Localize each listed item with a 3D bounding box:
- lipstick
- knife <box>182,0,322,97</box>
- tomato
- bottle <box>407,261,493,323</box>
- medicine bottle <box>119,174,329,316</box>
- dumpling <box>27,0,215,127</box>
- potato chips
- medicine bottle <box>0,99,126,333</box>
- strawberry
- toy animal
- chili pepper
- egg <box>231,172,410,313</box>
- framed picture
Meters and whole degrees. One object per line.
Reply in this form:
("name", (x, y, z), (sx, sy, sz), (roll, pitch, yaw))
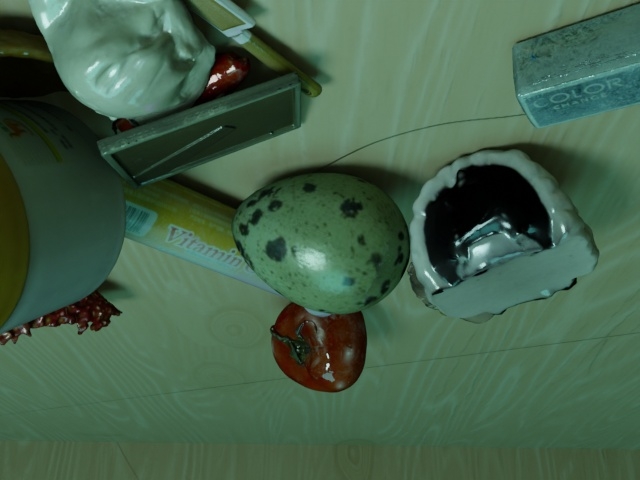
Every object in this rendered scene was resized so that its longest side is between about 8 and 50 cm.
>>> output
("lipstick", (0.321, -0.177, 0.705), (0.290, 0.076, 0.077), (-13, 152, 27))
("knife", (-0.080, -0.205, 0.720), (0.046, 0.022, 0.256), (5, 161, 47))
("tomato", (0.002, 0.183, 1.375), (0.187, 0.187, 0.151), (-17, 171, 32))
("bottle", (0.202, 0.069, 1.218), (0.152, 0.098, 0.099), (19, 149, -26))
("medicine bottle", (-0.136, -0.006, 1.058), (0.426, 0.108, 0.108), (25, 145, -38))
("dumpling", (-0.171, -0.173, 0.703), (0.127, 0.108, 0.188), (-22, 135, 23))
("potato chips", (-0.342, -0.173, 0.761), (0.202, 0.049, 0.150), (-9, 171, 16))
("medicine bottle", (-0.349, -0.020, 0.756), (0.238, 0.237, 0.232), (-8, -172, 18))
("strawberry", (-0.489, 0.087, 1.269), (0.234, 0.137, 0.306), (3, -172, 43))
("toy animal", (0.224, -0.009, 0.971), (0.208, 0.155, 0.204), (-24, 148, 24))
("chili pepper", (-0.132, -0.148, 0.806), (0.088, 0.064, 0.169), (23, 143, -40))
("egg", (0.000, 0.000, 0.978), (0.228, 0.177, 0.177), (12, 155, 3))
("framed picture", (-0.116, -0.110, 0.807), (0.203, 0.015, 0.150), (-21, 172, -4))
